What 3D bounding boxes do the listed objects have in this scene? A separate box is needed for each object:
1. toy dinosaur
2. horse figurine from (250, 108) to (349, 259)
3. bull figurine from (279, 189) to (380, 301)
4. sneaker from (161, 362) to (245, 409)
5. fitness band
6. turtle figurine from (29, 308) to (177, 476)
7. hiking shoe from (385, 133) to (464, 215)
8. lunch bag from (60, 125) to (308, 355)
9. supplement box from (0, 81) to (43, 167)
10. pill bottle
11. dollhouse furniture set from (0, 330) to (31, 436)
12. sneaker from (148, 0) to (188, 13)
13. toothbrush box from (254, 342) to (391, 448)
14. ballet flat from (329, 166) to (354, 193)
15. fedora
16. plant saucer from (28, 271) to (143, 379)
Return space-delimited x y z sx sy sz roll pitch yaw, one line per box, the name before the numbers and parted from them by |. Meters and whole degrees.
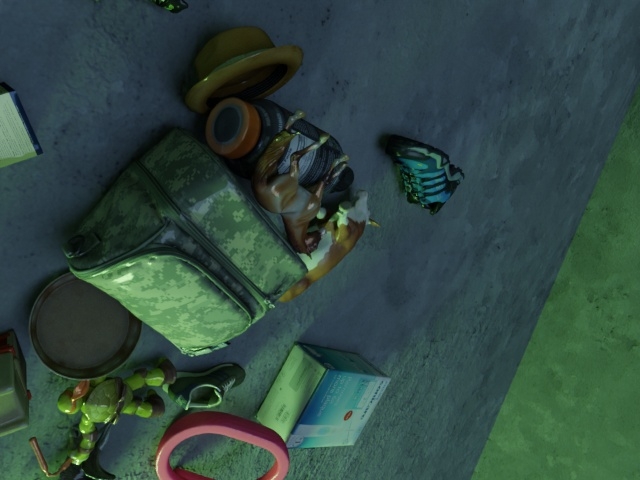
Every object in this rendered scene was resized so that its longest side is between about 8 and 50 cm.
toy dinosaur | -0.441 0.488 0.886 0.160 0.121 0.313 -5 113 -36
horse figurine | -0.035 -0.085 0.771 0.174 0.066 0.263 -53 152 0
bull figurine | 0.000 0.000 1.025 0.310 0.101 0.188 -46 153 -9
sneaker | -0.217 0.303 1.019 0.192 0.086 0.064 7 107 -47
fitness band | -0.207 0.472 1.079 0.291 0.054 0.209 27 107 -23
turtle figurine | -0.347 0.248 0.846 0.217 0.087 0.269 12 85 -57
hiking shoe | 0.242 -0.147 1.185 0.304 0.113 0.132 20 98 -48
lunch bag | -0.202 0.023 0.789 0.256 0.212 0.305 -41 138 -5
supplement box | -0.399 -0.135 0.605 0.083 0.056 0.083 -30 131 -29
pill bottle | -0.074 -0.153 0.835 0.246 0.130 0.130 15 102 -56
dollhouse furniture set | -0.535 0.222 0.659 0.259 0.135 0.262 -14 123 -26
sneaker | -0.212 -0.338 0.661 0.188 0.067 0.078 -29 125 -34
toothbrush box | 0.015 0.397 1.275 0.295 0.126 0.216 26 94 -50
ballet flat | 0.006 -0.119 1.035 0.173 0.049 0.057 -24 105 -41
fedora | -0.124 -0.264 0.761 0.194 0.194 0.079 -24 88 -33
plant saucer | -0.360 0.128 0.776 0.168 0.029 0.168 10 76 -44
